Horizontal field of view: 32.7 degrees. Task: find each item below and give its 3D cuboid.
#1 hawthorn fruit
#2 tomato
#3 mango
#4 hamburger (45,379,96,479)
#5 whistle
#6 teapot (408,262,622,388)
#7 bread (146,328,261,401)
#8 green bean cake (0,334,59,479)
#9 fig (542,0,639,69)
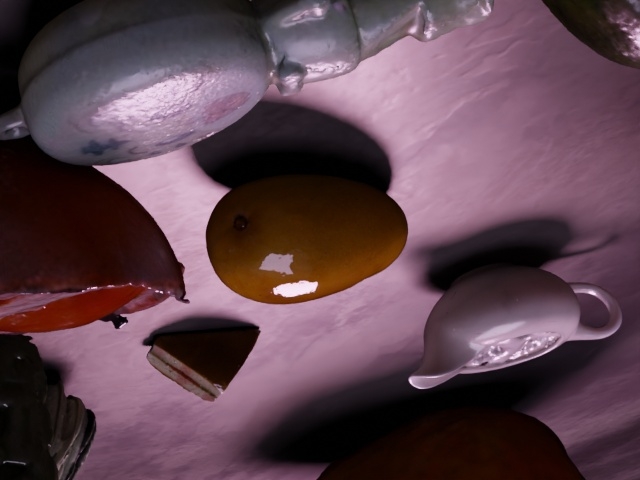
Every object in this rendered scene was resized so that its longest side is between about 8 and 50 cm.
[{"bbox_3d":[0.155,0.442,1.452,0.472,0.471,0.472,-12,157,-5],"label":"hawthorn fruit"},{"bbox_3d":[-0.182,-0.004,0.583,0.199,0.112,0.228,-13,172,38],"label":"tomato"},{"bbox_3d":[0.000,0.000,0.759,0.102,0.084,0.184,-32,157,36],"label":"mango"},{"bbox_3d":[-0.259,0.197,0.998,0.062,0.133,0.140,34,140,-25],"label":"hamburger"},{"bbox_3d":[-0.040,-0.098,0.540,0.258,0.067,0.126,-17,170,-5],"label":"whistle"},{"bbox_3d":[0.177,0.073,1.017,0.226,0.092,0.145,-10,159,-14],"label":"teapot"},{"bbox_3d":[-0.099,0.115,0.988,0.109,0.062,0.043,-6,154,-28],"label":"bread"},{"bbox_3d":[-0.319,0.200,0.812,0.241,0.255,0.132,7,147,-32],"label":"green bean cake"},{"bbox_3d":[0.129,-0.150,0.492,0.177,0.117,0.117,29,135,-29],"label":"fig"}]
